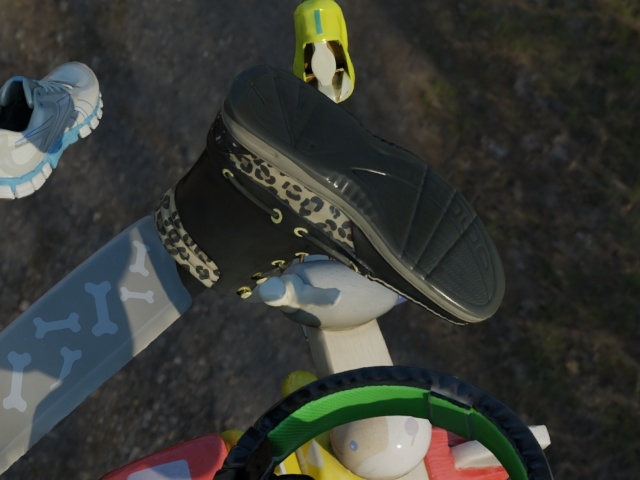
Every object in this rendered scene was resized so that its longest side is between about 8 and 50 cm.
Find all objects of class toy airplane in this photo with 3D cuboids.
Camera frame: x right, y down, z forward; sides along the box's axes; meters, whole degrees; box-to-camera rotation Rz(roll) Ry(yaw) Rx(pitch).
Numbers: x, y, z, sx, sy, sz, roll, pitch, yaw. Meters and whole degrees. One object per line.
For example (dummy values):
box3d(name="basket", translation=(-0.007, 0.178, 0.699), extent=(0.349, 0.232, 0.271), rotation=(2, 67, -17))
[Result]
box3d(name="toy airplane", translation=(0.046, 0.202, 1.219), extent=(0.386, 0.272, 0.384), rotation=(35, 57, 1))

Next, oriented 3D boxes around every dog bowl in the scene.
box3d(name="dog bowl", translation=(-0.255, 0.109, 1.387), extent=(0.102, 0.349, 0.349), rotation=(48, 45, -2))

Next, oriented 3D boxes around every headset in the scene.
box3d(name="headset", translation=(0.010, 0.267, 0.949), extent=(0.243, 0.185, 0.394), rotation=(21, 52, 25))

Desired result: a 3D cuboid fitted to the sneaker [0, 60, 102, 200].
box3d(name="sneaker", translation=(-0.250, -0.119, 1.209), extent=(0.071, 0.083, 0.190), rotation=(6, 38, 12))

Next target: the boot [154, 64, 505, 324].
box3d(name="boot", translation=(0.000, -0.002, 0.970), extent=(0.236, 0.178, 0.085), rotation=(39, 51, -7))

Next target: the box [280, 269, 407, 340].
box3d(name="box", translation=(0.051, 0.049, 2.019), extent=(0.225, 0.036, 0.136), rotation=(-20, 88, -31))

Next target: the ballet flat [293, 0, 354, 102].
box3d(name="ballet flat", translation=(0.004, -0.215, 1.691), extent=(0.077, 0.231, 0.077), rotation=(-10, 64, 1))
